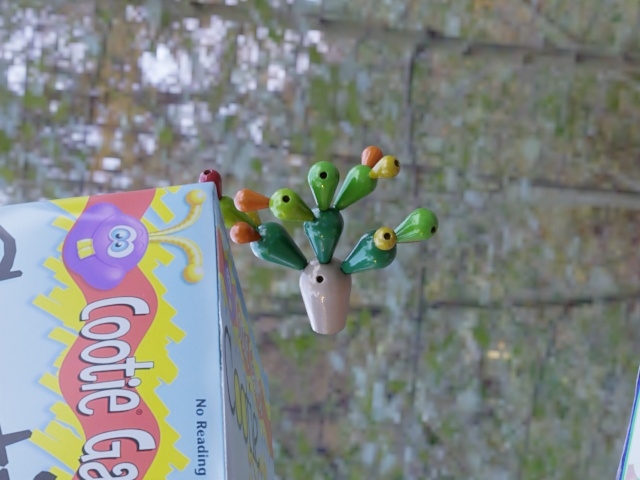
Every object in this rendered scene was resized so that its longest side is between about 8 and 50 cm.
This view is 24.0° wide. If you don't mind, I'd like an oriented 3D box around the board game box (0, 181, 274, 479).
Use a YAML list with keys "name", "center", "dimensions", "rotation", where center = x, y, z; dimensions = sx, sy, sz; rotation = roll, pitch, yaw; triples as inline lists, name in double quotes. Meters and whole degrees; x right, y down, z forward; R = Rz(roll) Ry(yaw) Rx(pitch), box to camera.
- name: "board game box"
  center: [-0.158, 0.091, 0.516]
  dimensions: [0.144, 0.275, 0.142]
  rotation: [80, -176, -56]

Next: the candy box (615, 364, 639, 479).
- name: "candy box"
  center: [0.333, 0.097, 0.645]
  dimensions: [0.317, 0.268, 0.122]
  rotation: [-39, 26, 48]

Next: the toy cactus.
- name: "toy cactus"
  center: [0.000, 0.000, 1.402]
  dimensions: [0.112, 0.219, 0.181]
  rotation: [-86, -6, -57]
